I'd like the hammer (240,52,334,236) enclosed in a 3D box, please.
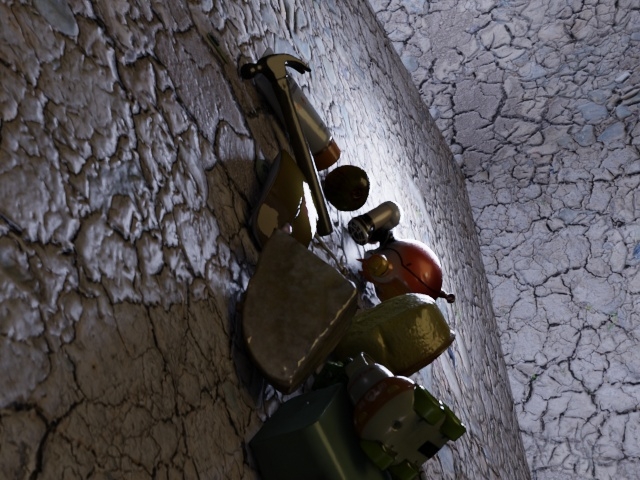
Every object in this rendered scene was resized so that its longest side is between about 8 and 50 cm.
[{"bbox_3d":[-0.051,-0.219,1.880,0.168,0.044,0.440,-24,105,-32],"label":"hammer"}]

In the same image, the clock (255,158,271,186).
[{"bbox_3d":[-0.119,-0.142,1.732,0.083,0.010,0.074,-12,84,-70],"label":"clock"}]

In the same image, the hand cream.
[{"bbox_3d":[-0.062,-0.316,1.956,0.314,0.089,0.140,51,36,-26],"label":"hand cream"}]

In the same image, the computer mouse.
[{"bbox_3d":[-0.069,-0.073,1.687,0.158,0.071,0.310,57,27,-28],"label":"computer mouse"}]

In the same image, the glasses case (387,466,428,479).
[{"bbox_3d":[0.145,0.451,1.610,0.355,0.085,0.137,-116,-156,-56],"label":"glasses case"}]

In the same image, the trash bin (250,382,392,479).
[{"bbox_3d":[0.034,0.441,1.365,0.344,0.158,0.223,69,19,-4],"label":"trash bin"}]

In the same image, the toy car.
[{"bbox_3d":[0.117,0.285,1.400,0.235,0.145,0.235,47,2,-2],"label":"toy car"}]

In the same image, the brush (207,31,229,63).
[{"bbox_3d":[-0.217,-0.414,1.726,0.016,0.013,0.084,-94,157,-43],"label":"brush"}]

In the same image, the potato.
[{"bbox_3d":[-0.072,0.151,1.466,0.264,0.211,0.189,-53,171,-30],"label":"potato"}]

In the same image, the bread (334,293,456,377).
[{"bbox_3d":[0.160,0.219,1.761,0.148,0.269,0.270,64,20,-7],"label":"bread"}]

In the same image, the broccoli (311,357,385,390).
[{"bbox_3d":[0.058,0.308,1.577,0.156,0.195,0.195,37,16,10],"label":"broccoli"}]

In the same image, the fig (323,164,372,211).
[{"bbox_3d":[0.061,-0.158,2.122,0.124,0.124,0.236,61,2,-25],"label":"fig"}]

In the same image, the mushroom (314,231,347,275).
[{"bbox_3d":[-0.004,-0.002,1.901,0.026,0.028,0.286,-51,131,-17],"label":"mushroom"}]

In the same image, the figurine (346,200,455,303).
[{"bbox_3d":[0.207,0.061,2.142,0.323,0.196,0.320,61,13,3],"label":"figurine"}]
